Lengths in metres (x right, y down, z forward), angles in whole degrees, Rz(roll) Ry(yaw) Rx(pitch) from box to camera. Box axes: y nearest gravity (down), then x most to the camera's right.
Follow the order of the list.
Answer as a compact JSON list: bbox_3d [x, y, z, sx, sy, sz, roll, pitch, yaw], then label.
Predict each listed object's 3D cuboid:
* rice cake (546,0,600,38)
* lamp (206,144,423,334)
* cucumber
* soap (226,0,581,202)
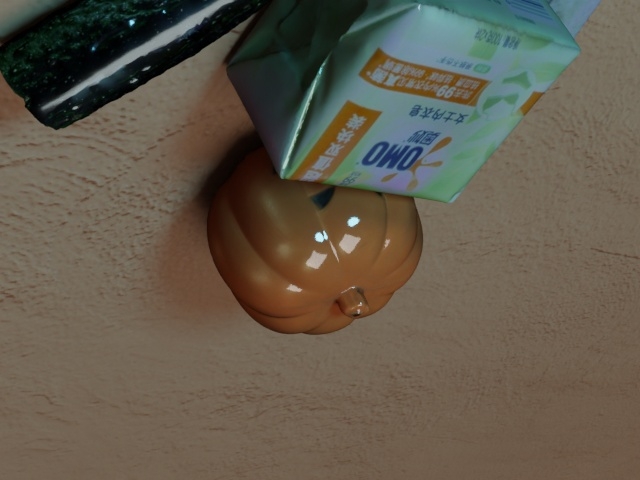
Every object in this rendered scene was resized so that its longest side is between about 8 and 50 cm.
[{"bbox_3d":[0.219,-0.240,0.968,0.073,0.056,0.365,-2,139,-35],"label":"rice cake"},{"bbox_3d":[0.000,0.000,1.041,0.188,0.164,0.187,-21,149,-13],"label":"lamp"},{"bbox_3d":[-0.104,-0.161,0.830,0.241,0.074,0.074,-29,147,0],"label":"cucumber"},{"bbox_3d":[0.061,-0.139,0.918,0.199,0.138,0.182,5,136,-42],"label":"soap"}]
